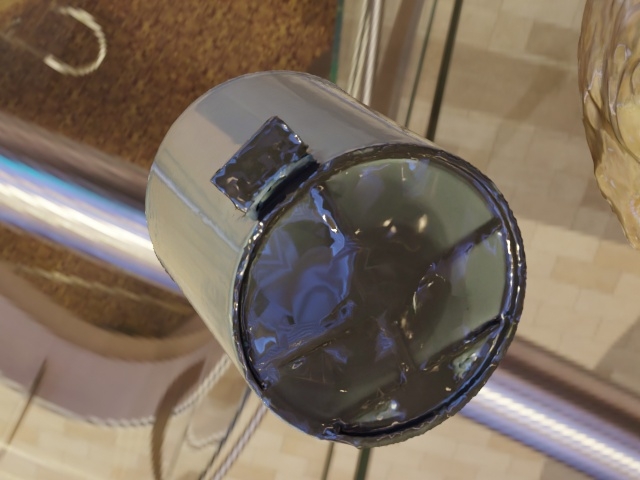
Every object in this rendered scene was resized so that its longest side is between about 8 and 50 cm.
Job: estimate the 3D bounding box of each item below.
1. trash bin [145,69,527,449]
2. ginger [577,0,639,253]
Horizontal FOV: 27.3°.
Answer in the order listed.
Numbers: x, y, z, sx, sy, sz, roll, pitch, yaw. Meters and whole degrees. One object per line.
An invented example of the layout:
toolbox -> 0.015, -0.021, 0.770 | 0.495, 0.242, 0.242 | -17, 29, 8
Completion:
trash bin -> 0.000, 0.000, 0.994 | 0.217, 0.262, 0.277 | -43, 118, -3
ginger -> 0.147, -0.116, 0.456 | 0.130, 0.276, 0.221 | -14, 126, 40
